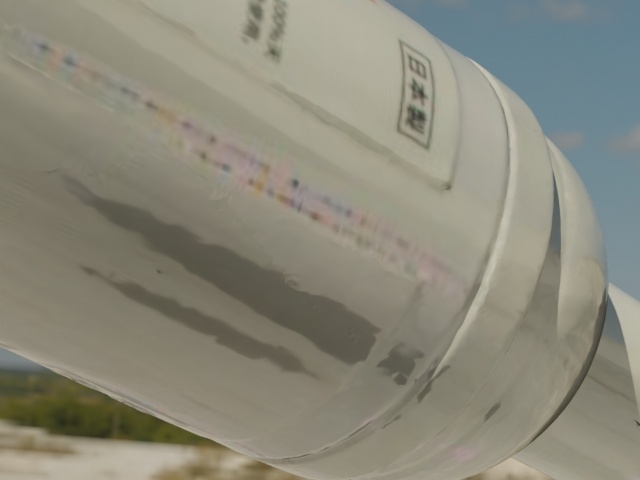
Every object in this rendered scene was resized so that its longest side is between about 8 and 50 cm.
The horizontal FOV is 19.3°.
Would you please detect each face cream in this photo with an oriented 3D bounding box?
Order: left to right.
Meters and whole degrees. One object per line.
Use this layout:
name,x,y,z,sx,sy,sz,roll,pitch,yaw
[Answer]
face cream,0.000,0.000,0.577,0.370,0.145,0.145,30,-19,-33
